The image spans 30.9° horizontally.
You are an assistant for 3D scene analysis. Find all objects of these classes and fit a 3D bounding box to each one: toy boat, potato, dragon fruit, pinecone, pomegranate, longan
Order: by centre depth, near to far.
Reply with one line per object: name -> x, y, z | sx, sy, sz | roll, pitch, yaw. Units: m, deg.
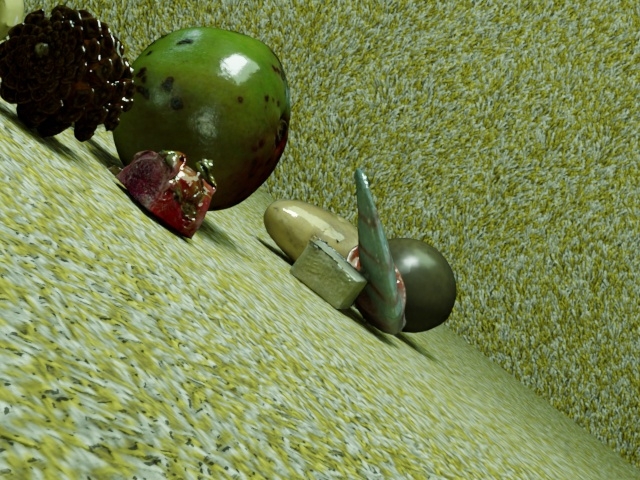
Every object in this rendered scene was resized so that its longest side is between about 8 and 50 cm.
pinecone -> -0.305, -0.198, 1.439 | 0.163, 0.163, 0.165 | 38, 2, 28
dragon fruit -> -0.189, -0.076, 1.471 | 0.102, 0.096, 0.147 | 30, 4, -38
pomegranate -> -0.193, -0.203, 1.692 | 0.323, 0.291, 0.291 | 37, 3, 19
potato -> 0.015, 0.057, 1.938 | 0.122, 0.086, 0.061 | 39, 17, 19
toy boat -> 0.093, 0.016, 1.966 | 0.206, 0.096, 0.282 | -112, -167, -53
potato -> -0.001, -0.001, 2.138 | 0.235, 0.128, 0.161 | 37, 4, -8
longan -> 0.169, 0.085, 2.253 | 0.212, 0.198, 0.198 | 40, 2, -18

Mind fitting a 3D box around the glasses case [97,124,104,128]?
glasses case -> -0.411, -0.255, 1.899 | 0.193, 0.074, 0.049 | 37, 3, 22

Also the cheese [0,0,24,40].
cheese -> -0.565, -0.388, 1.713 | 0.259, 0.128, 0.316 | 32, 0, -20
